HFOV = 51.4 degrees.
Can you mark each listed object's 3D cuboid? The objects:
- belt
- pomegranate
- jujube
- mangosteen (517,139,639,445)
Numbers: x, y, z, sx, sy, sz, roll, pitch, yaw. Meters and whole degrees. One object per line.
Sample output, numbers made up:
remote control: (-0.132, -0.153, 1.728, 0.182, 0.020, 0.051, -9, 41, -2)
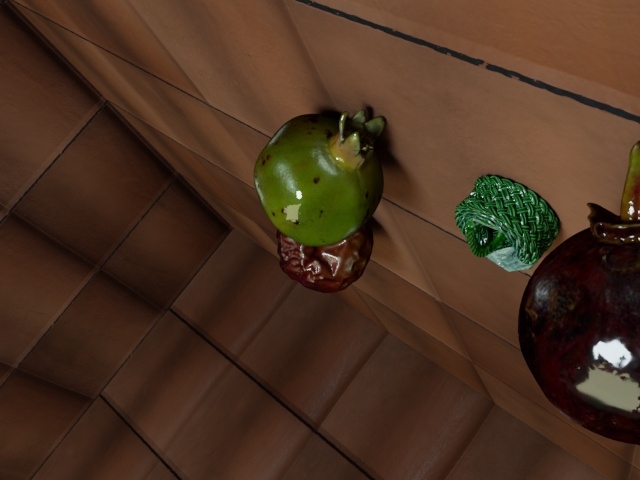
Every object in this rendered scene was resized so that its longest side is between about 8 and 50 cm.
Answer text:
belt: (0.231, -0.011, 0.848, 0.121, 0.079, 0.151, 32, 170, 28)
pomegranate: (-0.001, -0.097, 0.966, 0.198, 0.198, 0.246, 37, 167, 5)
jujube: (0.000, 0.000, 1.447, 0.216, 0.216, 0.342, 40, 176, -10)
mangosteen: (0.287, 0.042, 0.574, 0.235, 0.235, 0.262, 16, 123, 66)
